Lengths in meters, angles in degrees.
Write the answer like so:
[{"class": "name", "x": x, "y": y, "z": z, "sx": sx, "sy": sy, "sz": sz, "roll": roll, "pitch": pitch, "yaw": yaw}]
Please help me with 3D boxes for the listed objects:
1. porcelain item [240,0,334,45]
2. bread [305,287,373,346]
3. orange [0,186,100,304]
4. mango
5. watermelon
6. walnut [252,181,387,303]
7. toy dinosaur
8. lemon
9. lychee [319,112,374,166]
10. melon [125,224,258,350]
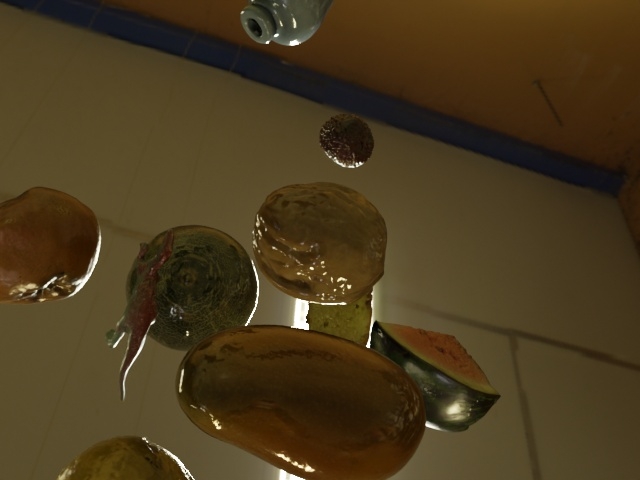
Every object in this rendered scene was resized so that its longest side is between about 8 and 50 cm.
[{"class": "porcelain item", "x": -0.028, "y": -0.432, "z": 1.146, "sx": 0.141, "sy": 0.141, "sz": 0.259, "roll": 38, "pitch": -113, "yaw": 12}, {"class": "bread", "x": 0.028, "y": 0.076, "z": 1.003, "sx": 0.103, "sy": 0.065, "sz": 0.187, "roll": -2, "pitch": -103, "yaw": 0}, {"class": "orange", "x": -0.533, "y": 0.020, "z": 1.241, "sx": 0.249, "sy": 0.249, "sz": 0.183, "roll": -17, "pitch": -121, "yaw": -33}, {"class": "mango", "x": -0.012, "y": 0.101, "z": 0.422, "sx": 0.184, "sy": 0.085, "sz": 0.102, "roll": 18, "pitch": -156, "yaw": -34}, {"class": "watermelon", "x": 0.143, "y": 0.207, "z": 0.947, "sx": 0.193, "sy": 0.145, "sz": 0.137, "roll": 33, "pitch": -156, "yaw": 22}, {"class": "walnut", "x": 0.000, "y": 0.000, "z": 0.787, "sx": 0.167, "sy": 0.166, "sz": 0.149, "roll": 27, "pitch": -105, "yaw": 2}, {"class": "toy dinosaur", "x": -0.278, "y": 0.117, "z": 1.036, "sx": 0.053, "sy": 0.167, "sz": 0.242, "roll": 21, "pitch": -121, "yaw": -30}, {"class": "lemon", "x": -0.320, "y": 0.436, "z": 1.054, "sx": 0.228, "sy": 0.228, "sz": 0.253, "roll": 38, "pitch": -124, "yaw": 13}, {"class": "lychee", "x": 0.059, "y": -0.230, "z": 1.532, "sx": 0.123, "sy": 0.123, "sz": 0.129, "roll": -19, "pitch": -138, "yaw": -34}, {"class": "melon", "x": -0.245, "y": 0.095, "z": 1.307, "sx": 0.249, "sy": 0.329, "sz": 0.248, "roll": 1, "pitch": -98, "yaw": -7}]
